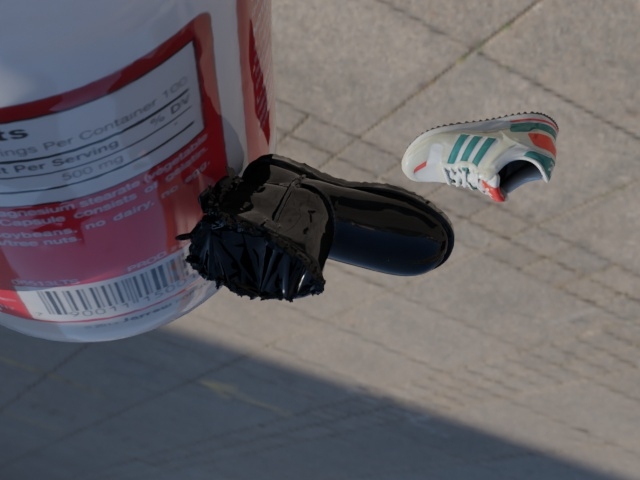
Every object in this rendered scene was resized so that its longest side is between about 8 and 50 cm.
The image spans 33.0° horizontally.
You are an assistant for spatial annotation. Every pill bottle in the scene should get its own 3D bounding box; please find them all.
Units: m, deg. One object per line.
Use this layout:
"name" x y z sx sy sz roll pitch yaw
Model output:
"pill bottle" -0.136 -0.120 0.503 0.229 0.229 0.408 15 156 5

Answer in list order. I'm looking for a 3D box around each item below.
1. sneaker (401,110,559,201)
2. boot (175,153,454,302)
"sneaker" 0.152 -0.072 1.049 0.161 0.075 0.057 -10 143 23
"boot" 0.000 0.000 0.510 0.121 0.045 0.099 21 -157 4
